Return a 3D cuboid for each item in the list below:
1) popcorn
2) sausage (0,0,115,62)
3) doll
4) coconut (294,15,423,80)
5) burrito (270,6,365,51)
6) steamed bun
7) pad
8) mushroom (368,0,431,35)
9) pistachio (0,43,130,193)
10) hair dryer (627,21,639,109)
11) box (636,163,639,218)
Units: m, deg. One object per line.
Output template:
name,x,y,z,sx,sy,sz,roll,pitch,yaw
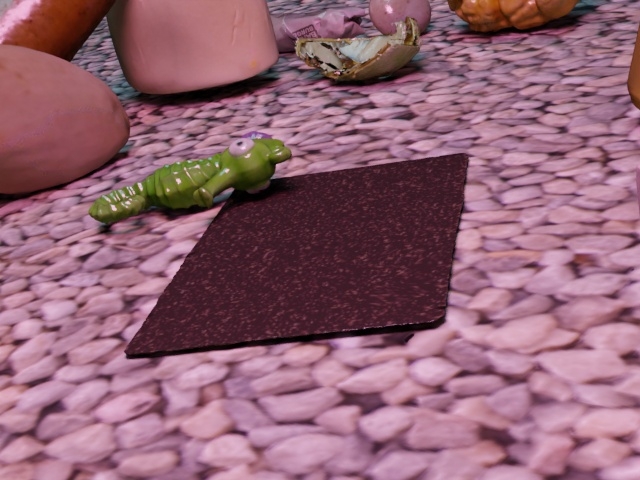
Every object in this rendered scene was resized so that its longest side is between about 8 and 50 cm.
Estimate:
popcorn,0.250,-0.330,1.397,0.194,0.163,0.140,-37,-11,27
sausage,-0.384,-0.191,1.255,0.501,0.136,0.123,-45,32,-20
doll,-0.114,-0.051,0.999,0.190,0.050,0.115,-16,13,13
coconut,0.057,-0.222,1.331,0.133,0.055,0.158,-22,25,-26
burrito,-0.038,-0.288,1.550,0.203,0.064,0.064,0,24,24
steamed bun,-0.178,-0.283,1.413,0.250,0.200,0.155,7,29,46
pad,0.000,0.000,0.872,0.220,0.004,0.330,-7,22,14
mushroom,0.101,-0.299,1.496,0.085,0.085,0.079,-22,-6,-24
pistachio,-0.306,-0.121,1.171,0.138,0.153,0.238,20,11,39
hair dryer,0.398,-0.150,0.913,0.279,0.134,0.090,14,29,16
box,0.263,0.005,0.522,0.233,0.149,0.067,-19,25,-17
